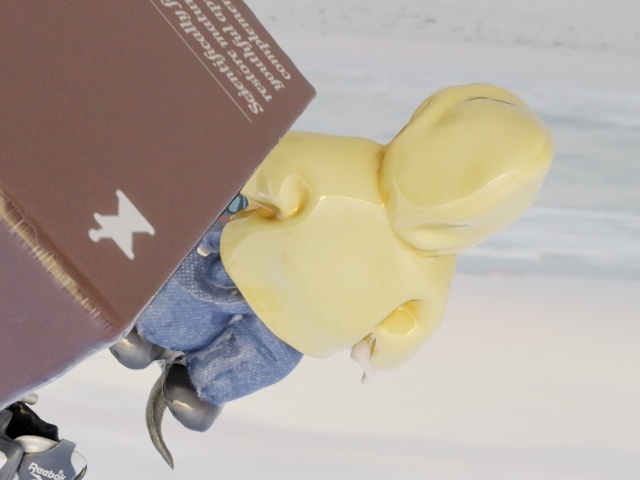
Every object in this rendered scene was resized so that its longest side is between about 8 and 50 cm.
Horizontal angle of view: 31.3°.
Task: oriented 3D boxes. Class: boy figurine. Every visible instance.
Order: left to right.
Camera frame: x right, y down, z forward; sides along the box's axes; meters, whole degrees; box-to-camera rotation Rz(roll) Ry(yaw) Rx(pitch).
[{"bbox_3d":[0.000,0.000,0.642,0.285,0.177,0.092,-35,-163,29],"label":"boy figurine"}]

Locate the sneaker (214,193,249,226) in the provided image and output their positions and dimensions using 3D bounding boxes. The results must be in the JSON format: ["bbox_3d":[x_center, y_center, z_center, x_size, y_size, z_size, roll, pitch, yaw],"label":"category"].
[{"bbox_3d":[-0.030,-0.012,0.873,0.104,0.125,0.262,-27,168,25],"label":"sneaker"}]

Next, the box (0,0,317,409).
[{"bbox_3d":[-0.147,-0.034,0.416,0.203,0.168,0.167,-30,-164,35],"label":"box"}]

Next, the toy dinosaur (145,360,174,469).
[{"bbox_3d":[-0.114,0.044,1.015,0.121,0.313,0.160,-6,163,-16],"label":"toy dinosaur"}]

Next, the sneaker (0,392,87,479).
[{"bbox_3d":[-0.260,0.230,0.950,0.153,0.235,0.094,-31,140,21],"label":"sneaker"}]
